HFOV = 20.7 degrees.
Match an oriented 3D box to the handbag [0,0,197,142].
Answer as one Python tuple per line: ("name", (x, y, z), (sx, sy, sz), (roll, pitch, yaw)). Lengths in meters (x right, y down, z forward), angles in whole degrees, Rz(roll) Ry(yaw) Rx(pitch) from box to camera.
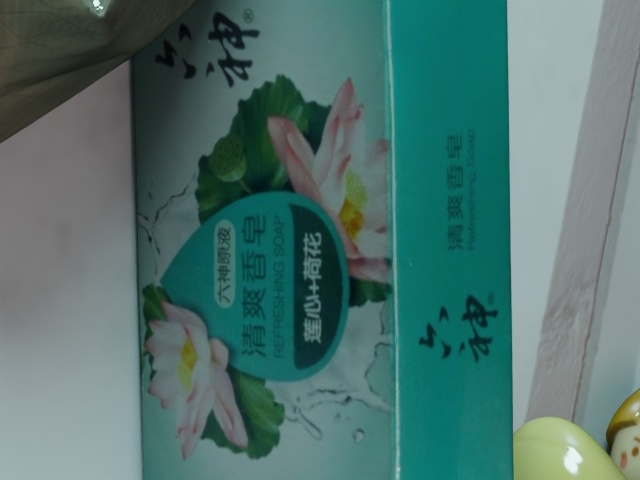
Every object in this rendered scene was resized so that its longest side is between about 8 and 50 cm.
("handbag", (-0.084, -0.141, 0.682), (0.117, 0.182, 0.270), (41, 55, -7))

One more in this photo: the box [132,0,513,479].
("box", (0.000, 0.000, 0.784), (0.092, 0.153, 0.245), (-5, 94, -49))

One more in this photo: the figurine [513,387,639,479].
("figurine", (0.218, 0.187, 1.071), (0.324, 0.124, 0.222), (43, 61, -37))
